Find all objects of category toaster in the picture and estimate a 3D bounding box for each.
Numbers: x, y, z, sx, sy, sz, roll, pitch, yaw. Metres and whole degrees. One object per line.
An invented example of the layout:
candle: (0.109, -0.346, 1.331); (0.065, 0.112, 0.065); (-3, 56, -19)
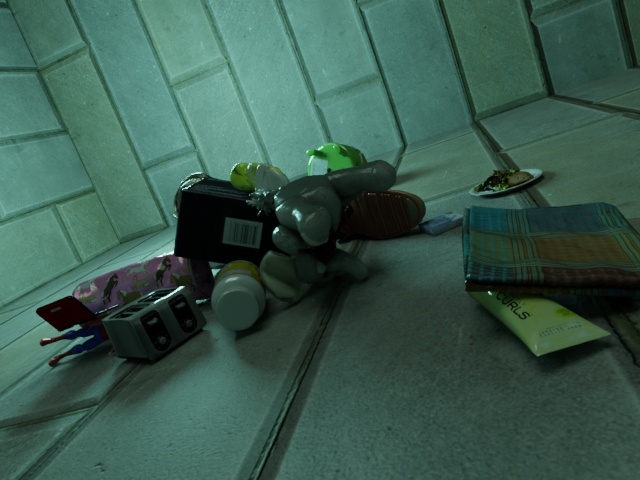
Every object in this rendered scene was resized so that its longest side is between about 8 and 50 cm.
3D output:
toaster: (-0.385, 0.191, 1.228); (0.186, 0.110, 0.168); (-9, 16, 43)

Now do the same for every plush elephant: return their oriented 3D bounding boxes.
plush elephant: (0.000, 0.000, 1.171); (0.330, 0.255, 0.272); (2, 34, 42)

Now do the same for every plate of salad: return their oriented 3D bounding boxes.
plate of salad: (0.507, -0.170, 1.471); (0.200, 0.048, 0.200); (-20, 13, 5)

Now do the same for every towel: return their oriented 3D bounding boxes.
towel: (0.362, 0.001, 0.841); (0.272, 0.040, 0.370); (0, 17, 16)

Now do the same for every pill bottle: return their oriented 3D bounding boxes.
pill bottle: (-0.178, 0.121, 1.175); (0.118, 0.117, 0.208); (-21, 12, -2)

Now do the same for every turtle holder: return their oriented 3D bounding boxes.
turtle holder: (0.111, -0.310, 2.280); (0.320, 0.243, 0.227); (-23, -8, 38)

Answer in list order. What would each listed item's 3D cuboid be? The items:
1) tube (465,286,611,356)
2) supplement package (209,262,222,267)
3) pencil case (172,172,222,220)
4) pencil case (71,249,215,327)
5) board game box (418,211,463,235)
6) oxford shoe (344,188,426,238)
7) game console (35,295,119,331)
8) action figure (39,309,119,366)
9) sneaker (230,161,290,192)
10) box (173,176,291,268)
tube: (0.273, 0.091, 0.721); (0.070, 0.062, 0.240); (-54, 15, 7)
supplement package: (-0.294, 0.025, 1.745); (0.179, 0.105, 0.105); (-16, -5, 20)
pencil case: (-0.307, -0.100, 1.806); (0.160, 0.183, 0.410); (14, -2, 38)
pencil case: (-0.489, 0.139, 1.493); (0.386, 0.167, 0.160); (-20, 5, 5)
board game box: (0.301, -0.043, 1.323); (0.090, 0.020, 0.090); (-22, 14, -7)
oxford shoe: (0.154, -0.087, 1.491); (0.147, 0.140, 0.397); (-21, 12, -36)
game console: (-0.608, 0.170, 1.337); (0.144, 0.124, 0.085); (-20, 34, 26)
action figure: (-0.585, 0.251, 1.348); (0.281, 0.091, 0.139); (-21, 6, 5)
sneaker: (-0.123, -0.152, 1.364); (0.126, 0.091, 0.240); (4, 15, -42)
box: (-0.192, -0.049, 1.473); (0.344, 0.178, 0.312); (9, 13, -3)
